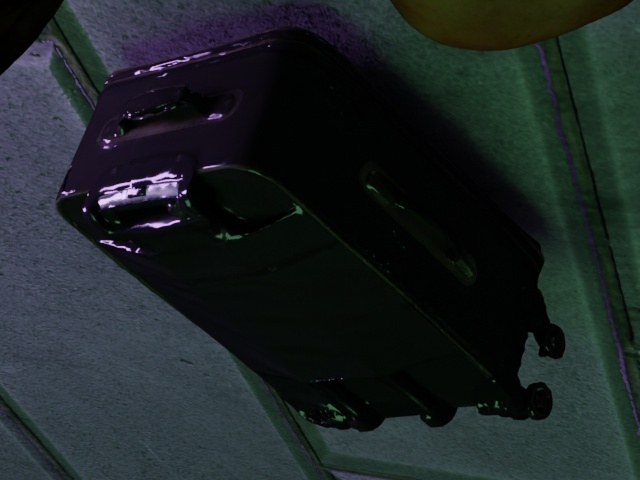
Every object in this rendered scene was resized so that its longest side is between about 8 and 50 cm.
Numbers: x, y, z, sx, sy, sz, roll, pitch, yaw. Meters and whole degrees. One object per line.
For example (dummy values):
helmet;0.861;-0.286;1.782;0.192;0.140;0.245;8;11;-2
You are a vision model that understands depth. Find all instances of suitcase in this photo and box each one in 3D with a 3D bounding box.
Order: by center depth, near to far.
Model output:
suitcase;0.000;0.000;1.593;0.283;0.194;0.434;-9;143;42

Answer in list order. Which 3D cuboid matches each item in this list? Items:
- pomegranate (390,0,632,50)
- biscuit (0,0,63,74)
pomegranate;0.113;-0.211;1.116;0.209;0.209;0.209;14;153;7
biscuit;-0.283;-0.213;1.159;0.091;0.407;0.407;40;164;29
